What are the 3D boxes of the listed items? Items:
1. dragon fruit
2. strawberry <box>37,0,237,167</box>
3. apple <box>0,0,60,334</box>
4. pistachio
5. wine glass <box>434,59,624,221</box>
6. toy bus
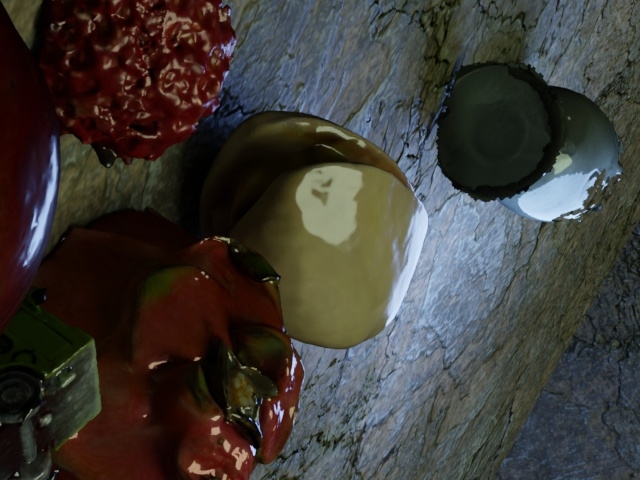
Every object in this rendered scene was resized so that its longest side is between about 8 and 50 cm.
[{"bbox_3d":[-0.129,0.137,1.469,0.305,0.226,0.305,-53,158,-34],"label":"dragon fruit"},{"bbox_3d":[-0.118,-0.160,1.278,0.190,0.111,0.236,-45,153,-39],"label":"strawberry"},{"bbox_3d":[-0.308,-0.022,0.881,0.365,0.295,0.329,-40,108,-31],"label":"apple"},{"bbox_3d":[-0.005,-0.011,1.625,0.214,0.193,0.318,-20,155,-3],"label":"pistachio"},{"bbox_3d":[0.274,-0.125,2.264,0.190,0.190,0.357,-65,156,5],"label":"wine glass"},{"bbox_3d":[-0.295,0.152,1.193,0.302,0.139,0.113,-41,152,-32],"label":"toy bus"}]
